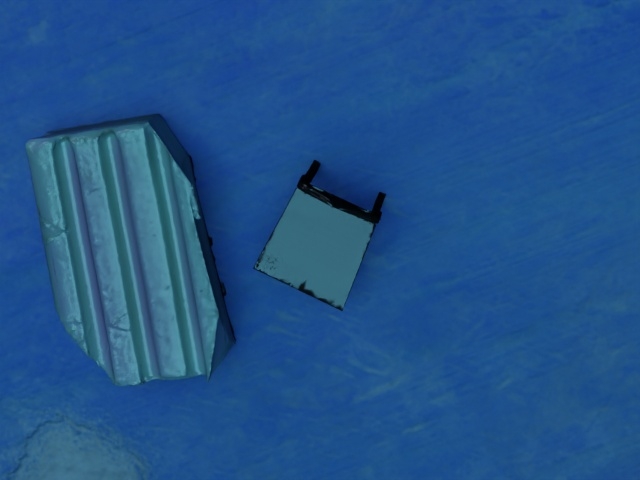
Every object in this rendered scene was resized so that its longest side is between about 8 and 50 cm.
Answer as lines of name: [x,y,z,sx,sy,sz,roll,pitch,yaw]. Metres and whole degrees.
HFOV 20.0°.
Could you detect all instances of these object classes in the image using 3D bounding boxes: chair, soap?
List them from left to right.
soap: [-0.162,0.010,1.589,0.145,0.091,0.230,-8,98,8]
chair: [0.000,0.000,1.513,0.084,0.212,0.101,25,99,0]
